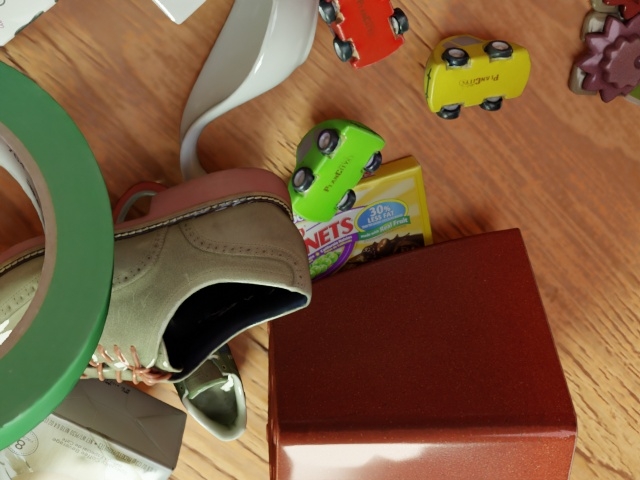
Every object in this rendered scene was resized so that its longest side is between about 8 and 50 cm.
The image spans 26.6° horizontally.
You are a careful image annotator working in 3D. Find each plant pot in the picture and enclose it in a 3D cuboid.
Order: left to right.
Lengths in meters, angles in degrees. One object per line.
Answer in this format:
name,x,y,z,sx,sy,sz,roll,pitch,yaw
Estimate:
plant pot,0.071,0.168,1.214,0.236,0.267,0.267,0,127,-4

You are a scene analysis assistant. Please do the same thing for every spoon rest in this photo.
spoon rest,-0.063,-0.129,1.092,0.084,0.137,0.276,6,128,-12

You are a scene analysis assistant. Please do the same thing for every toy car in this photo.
toy car,0.040,-0.117,1.154,0.239,0.053,0.225,21,113,-38

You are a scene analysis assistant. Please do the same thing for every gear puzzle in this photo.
gear puzzle,0.337,-0.274,1.184,0.176,0.044,0.338,1,117,-19

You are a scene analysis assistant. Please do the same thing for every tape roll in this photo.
tape roll,-0.312,0.010,0.984,0.321,0.077,0.321,3,73,-9

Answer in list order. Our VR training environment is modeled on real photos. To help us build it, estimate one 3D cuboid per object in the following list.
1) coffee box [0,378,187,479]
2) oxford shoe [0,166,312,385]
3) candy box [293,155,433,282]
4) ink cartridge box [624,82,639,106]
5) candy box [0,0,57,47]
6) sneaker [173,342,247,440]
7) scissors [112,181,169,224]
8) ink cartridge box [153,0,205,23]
coffee box,-0.241,0.239,1.212,0.141,0.098,0.246,27,113,-11
oxford shoe,-0.172,0.064,1.080,0.348,0.130,0.123,-26,144,5
candy box,0.000,0.000,1.234,0.206,0.027,0.105,-18,119,-9
ink cartridge box,0.417,-0.131,1.160,0.255,0.189,0.097,-39,138,-16
candy box,-0.243,-0.209,0.888,0.233,0.071,0.159,-34,121,19
sneaker,-0.111,0.100,1.216,0.064,0.086,0.192,-25,122,-4
scissors,-0.217,0.064,1.174,0.297,0.021,0.109,-37,94,4
ink cartridge box,-0.077,-0.327,0.972,0.283,0.117,0.207,-42,122,7
